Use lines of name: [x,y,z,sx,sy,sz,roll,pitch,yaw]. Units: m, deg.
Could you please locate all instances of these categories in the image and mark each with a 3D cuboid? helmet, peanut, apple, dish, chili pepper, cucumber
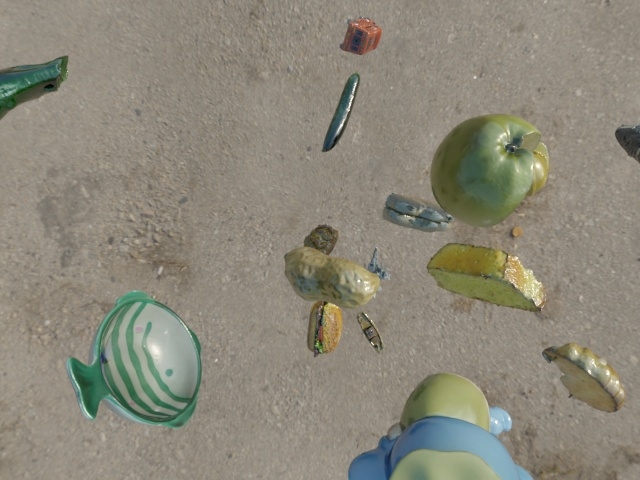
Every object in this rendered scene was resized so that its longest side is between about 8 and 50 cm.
helmet: [0.869,-0.277,1.693,0.205,0.140,0.257,2,128,14]
peanut: [0.010,0.068,0.717,0.214,0.099,0.099,11,94,38]
apple: [0.423,-0.203,1.065,0.233,0.258,0.295,30,69,6]
dish: [-0.287,0.194,0.609,0.078,0.246,0.224,-27,82,16]
chili pepper: [-0.446,-0.197,0.552,0.224,0.098,0.061,-43,131,-14]
cucumber: [0.070,-0.401,1.259,0.056,0.056,0.284,21,81,-1]

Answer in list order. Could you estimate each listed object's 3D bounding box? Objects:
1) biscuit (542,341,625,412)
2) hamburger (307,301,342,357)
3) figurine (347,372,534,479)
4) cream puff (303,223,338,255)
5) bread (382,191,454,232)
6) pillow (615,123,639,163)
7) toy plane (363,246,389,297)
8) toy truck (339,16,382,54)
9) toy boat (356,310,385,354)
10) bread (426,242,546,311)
biscuit: [0.502,0.254,0.742,0.061,0.118,0.183,-45,119,-14]
hamburger: [0.018,0.245,1.163,0.087,0.137,0.166,7,108,11]
figurine: [0.155,0.247,0.432,0.180,0.262,0.154,41,120,22]
cream puff: [0.000,0.000,1.249,0.094,0.116,0.122,24,122,13]
bread: [0.363,-0.089,1.407,0.183,0.337,0.102,29,109,33]
pillow: [0.858,-0.199,0.987,0.162,0.335,0.092,12,130,-2]
toy plane: [0.225,0.126,1.728,0.160,0.082,0.234,-6,67,29]
toy truck: [0.167,-0.806,1.581,0.114,0.252,0.107,26,127,8]
toy boat: [0.228,0.414,1.802,0.064,0.072,0.206,-31,89,0]
bread: [0.267,0.059,0.656,0.103,0.187,0.065,45,73,-26]
